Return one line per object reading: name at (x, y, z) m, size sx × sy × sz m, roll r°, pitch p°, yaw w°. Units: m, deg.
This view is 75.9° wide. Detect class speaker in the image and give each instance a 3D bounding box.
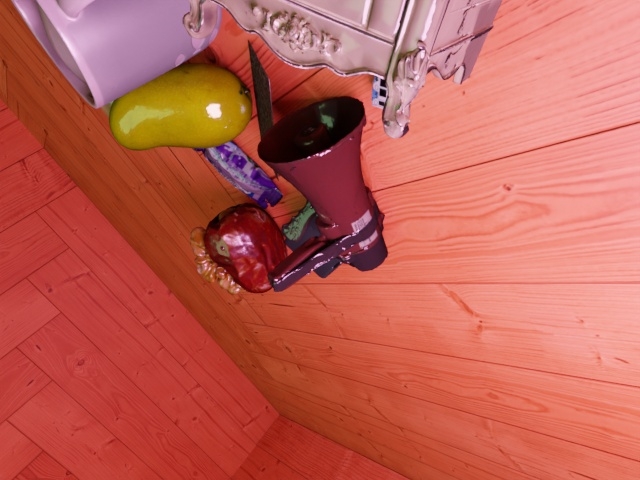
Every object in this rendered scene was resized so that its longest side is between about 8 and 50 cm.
speaker at (0.017, -0.048, 0.741) m, size 0.198 × 0.259 × 0.329 m, roll 1°, pitch 130°, yaw 32°

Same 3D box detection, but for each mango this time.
mango at (-0.284, -0.266, 0.841) m, size 0.143 × 0.293 × 0.175 m, roll -107°, pitch 5°, yaw -47°

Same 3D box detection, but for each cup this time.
cup at (-0.302, -0.392, 0.640) m, size 0.357 × 0.274 × 0.259 m, roll 21°, pitch 144°, yaw 52°

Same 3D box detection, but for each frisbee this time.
frisbee at (-0.020, -0.095, 0.907) m, size 0.211 × 0.012 × 0.187 m, roll -20°, pitch 101°, yaw 24°

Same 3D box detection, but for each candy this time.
candy at (-0.215, -0.182, 1.040) m, size 0.275 × 0.070 × 0.145 m, roll 40°, pitch 158°, yaw -12°

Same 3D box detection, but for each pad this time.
pad at (-0.112, -0.250, 0.816) m, size 0.235 × 0.003 × 0.158 m, roll 91°, pitch 160°, yaw -51°

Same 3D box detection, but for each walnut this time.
walnut at (-0.213, 0.037, 1.128) m, size 0.269 × 0.244 × 0.222 m, roll 57°, pitch 163°, yaw -25°

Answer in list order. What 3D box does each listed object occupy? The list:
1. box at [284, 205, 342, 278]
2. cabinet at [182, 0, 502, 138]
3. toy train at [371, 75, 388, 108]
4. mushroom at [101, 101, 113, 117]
box at (0.000, 0.000, 1.028) m, size 0.160 × 0.050 × 0.230 m, roll 43°, pitch 149°, yaw 2°
cabinet at (0.042, -0.317, 0.366) m, size 0.290 × 0.227 × 0.318 m, roll 32°, pitch 137°, yaw 18°
toy train at (0.098, -0.286, 0.569) m, size 0.047 × 0.043 × 0.207 m, roll 28°, pitch 146°, yaw 26°
mushroom at (-0.413, -0.352, 0.961) m, size 0.246 × 0.202 × 0.246 m, roll 62°, pitch -171°, yaw -18°
